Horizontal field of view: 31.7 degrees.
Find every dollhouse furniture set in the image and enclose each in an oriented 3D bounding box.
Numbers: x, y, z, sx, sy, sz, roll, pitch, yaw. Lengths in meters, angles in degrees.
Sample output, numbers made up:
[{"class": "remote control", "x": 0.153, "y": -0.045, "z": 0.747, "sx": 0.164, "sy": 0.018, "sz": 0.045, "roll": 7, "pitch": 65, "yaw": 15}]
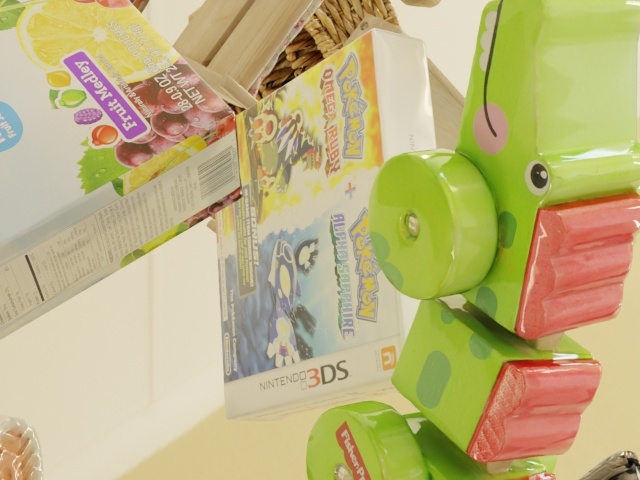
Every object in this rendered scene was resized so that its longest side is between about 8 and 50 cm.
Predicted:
[{"class": "dollhouse furniture set", "x": -0.029, "y": -0.138, "z": 1.034, "sx": 0.303, "sy": 0.355, "sz": 0.174, "roll": -53, "pitch": -47, "yaw": -2}]

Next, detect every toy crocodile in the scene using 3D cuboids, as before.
[{"class": "toy crocodile", "x": 0.081, "y": 0.051, "z": 0.510, "sx": 0.115, "sy": 0.105, "sz": 0.340, "roll": -4, "pitch": -63, "yaw": -35}]

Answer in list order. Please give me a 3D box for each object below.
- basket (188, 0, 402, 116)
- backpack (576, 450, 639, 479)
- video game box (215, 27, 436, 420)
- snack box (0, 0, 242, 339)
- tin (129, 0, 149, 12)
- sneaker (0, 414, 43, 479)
[{"class": "basket", "x": -0.005, "y": -0.172, "z": 1.376, "sx": 0.223, "sy": 0.213, "sz": 0.299, "roll": -21, "pitch": -72, "yaw": -7}, {"class": "backpack", "x": 0.410, "y": 0.464, "z": 1.689, "sx": 0.253, "sy": 0.191, "sz": 0.225, "roll": -31, "pitch": 14, "yaw": 14}, {"class": "video game box", "x": 0.000, "y": 0.000, "z": 0.696, "sx": 0.048, "sy": 0.205, "sz": 0.187, "roll": 7, "pitch": -19, "yaw": -38}, {"class": "snack box", "x": -0.168, "y": -0.043, "z": 0.516, "sx": 0.207, "sy": 0.174, "sz": 0.070, "roll": -33, "pitch": -28, "yaw": -19}, {"class": "tin", "x": -0.255, "y": -0.231, "z": 1.231, "sx": 0.189, "sy": 0.040, "sz": 0.106, "roll": -49, "pitch": -2, "yaw": -7}, {"class": "sneaker", "x": -0.287, "y": 0.271, "z": 0.856, "sx": 0.108, "sy": 0.121, "sz": 0.302, "roll": 1, "pitch": -84, "yaw": -63}]
